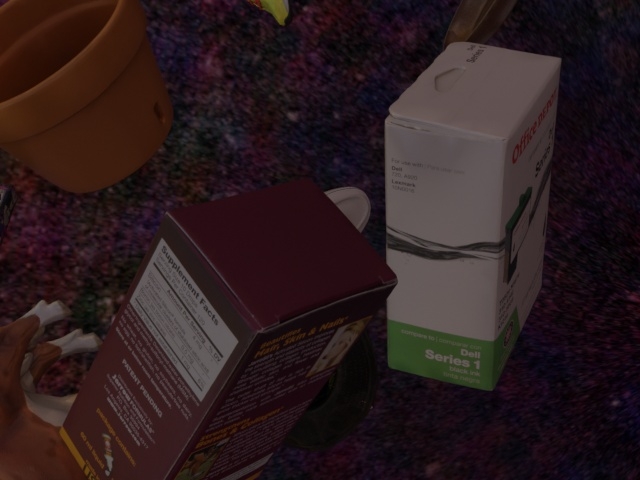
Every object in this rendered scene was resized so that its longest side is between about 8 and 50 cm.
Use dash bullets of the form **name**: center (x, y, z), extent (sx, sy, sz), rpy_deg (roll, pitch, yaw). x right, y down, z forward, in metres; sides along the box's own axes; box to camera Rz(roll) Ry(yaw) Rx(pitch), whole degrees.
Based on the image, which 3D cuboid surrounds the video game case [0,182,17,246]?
- **video game case**: center (-0.561, -0.001, 1.355), extent (0.232, 0.042, 0.210), rpy_deg (7, 52, -1)

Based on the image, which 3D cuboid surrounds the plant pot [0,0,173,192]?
- **plant pot**: center (-0.335, -0.202, 1.334), extent (0.290, 0.203, 0.291), rpy_deg (-18, 42, 17)

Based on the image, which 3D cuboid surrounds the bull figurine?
- **bull figurine**: center (-0.222, 0.205, 0.918), extent (0.310, 0.101, 0.188), rpy_deg (45, 77, -11)

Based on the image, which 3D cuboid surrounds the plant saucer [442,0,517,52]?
- **plant saucer**: center (0.239, -0.337, 1.368), extent (0.036, 0.198, 0.199), rpy_deg (30, 98, -11)

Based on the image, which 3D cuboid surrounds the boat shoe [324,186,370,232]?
- **boat shoe**: center (0.000, 0.000, 1.393), extent (0.084, 0.258, 0.095), rpy_deg (-11, 114, 50)

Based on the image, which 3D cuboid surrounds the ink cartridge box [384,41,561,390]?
- **ink cartridge box**: center (0.118, -0.022, 0.764), extent (0.092, 0.160, 0.219), rpy_deg (12, 126, 22)

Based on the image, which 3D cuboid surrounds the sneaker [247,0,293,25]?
- **sneaker**: center (-0.124, -0.438, 1.681), extent (0.094, 0.081, 0.208), rpy_deg (-35, 74, -7)

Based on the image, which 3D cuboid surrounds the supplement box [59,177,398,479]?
- **supplement box**: center (-0.055, 0.065, 0.533), extent (0.081, 0.104, 0.188), rpy_deg (49, 129, 22)

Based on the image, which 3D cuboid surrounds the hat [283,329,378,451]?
- **hat**: center (-0.051, 0.177, 1.611), extent (0.331, 0.134, 0.331), rpy_deg (6, 110, 17)
